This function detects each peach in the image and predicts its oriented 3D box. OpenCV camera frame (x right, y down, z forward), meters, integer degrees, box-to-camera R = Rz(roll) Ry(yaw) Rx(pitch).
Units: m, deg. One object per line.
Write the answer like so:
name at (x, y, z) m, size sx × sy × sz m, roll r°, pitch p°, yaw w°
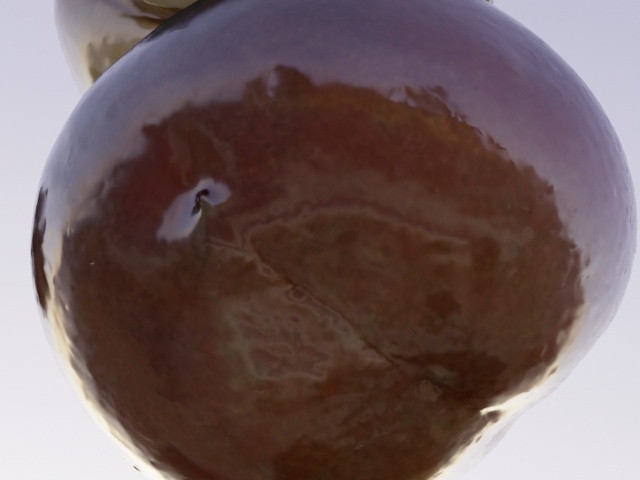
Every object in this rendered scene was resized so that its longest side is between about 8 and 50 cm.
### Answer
peach at (0.000, 0.000, 0.471) m, size 0.253 × 0.252 × 0.252 m, roll 9°, pitch -38°, yaw 7°

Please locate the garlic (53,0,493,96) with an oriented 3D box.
garlic at (-0.044, -0.167, 0.655) m, size 0.313 × 0.249 × 0.286 m, roll 13°, pitch -34°, yaw 1°
